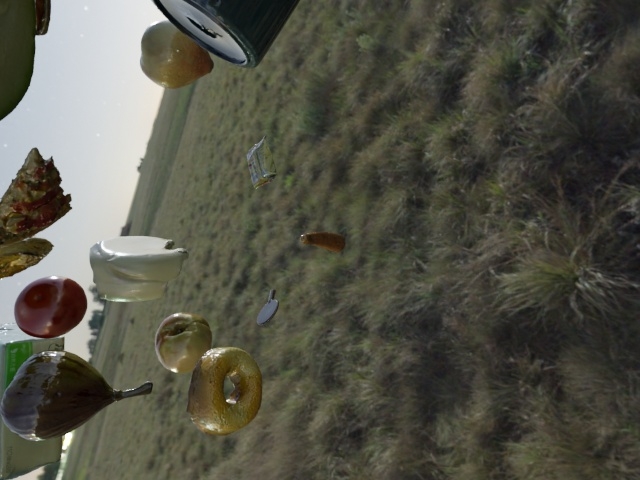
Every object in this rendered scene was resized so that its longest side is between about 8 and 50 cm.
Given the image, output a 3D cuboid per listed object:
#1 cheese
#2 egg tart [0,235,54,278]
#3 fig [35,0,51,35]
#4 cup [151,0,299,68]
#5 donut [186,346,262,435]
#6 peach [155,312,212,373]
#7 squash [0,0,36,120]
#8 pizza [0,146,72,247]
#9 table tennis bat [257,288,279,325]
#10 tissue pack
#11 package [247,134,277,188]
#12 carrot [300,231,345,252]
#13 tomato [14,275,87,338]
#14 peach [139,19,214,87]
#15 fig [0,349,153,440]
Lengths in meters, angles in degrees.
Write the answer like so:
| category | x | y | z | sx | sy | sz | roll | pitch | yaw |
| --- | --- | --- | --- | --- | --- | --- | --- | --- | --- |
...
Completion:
| category | x | y | z | sx | sy | sz | roll | pitch | yaw |
| --- | --- | --- | --- | --- | --- | --- | --- | --- | --- |
| cheese | -0.467 | 0.066 | 1.206 | 0.266 | 0.233 | 0.127 | -144 | 55 | -63 |
| egg tart | -0.846 | 0.033 | 1.207 | 0.290 | 0.290 | 0.107 | -27 | 84 | 62 |
| fig | -0.899 | -0.702 | 1.390 | 0.205 | 0.205 | 0.205 | -48 | 34 | 48 |
| cup | -0.158 | -0.498 | 0.794 | 0.292 | 0.307 | 0.242 | -60 | 19 | -1 |
| donut | -0.198 | 0.326 | 1.019 | 0.074 | 0.174 | 0.190 | -21 | 46 | 44 |
| peach | -0.413 | 0.312 | 1.411 | 0.184 | 0.184 | 0.184 | -48 | 34 | 48 |
| squash | -0.363 | -0.234 | 0.511 | 0.203 | 0.111 | 0.288 | -42 | 61 | -12 |
| pizza | -0.513 | -0.079 | 0.847 | 0.199 | 0.062 | 0.188 | -59 | -1 | 36 |
| table tennis bat | -0.223 | 0.214 | 1.711 | 0.107 | 0.119 | 0.170 | -33 | 27 | 26 |
| tissue pack | -0.967 | 0.486 | 1.493 | 0.331 | 0.205 | 0.405 | 3 | 89 | 40 |
| package | -0.159 | -0.205 | 1.250 | 0.108 | 0.031 | 0.121 | -22 | 81 | 50 |
| carrot | 0.000 | 0.000 | 1.396 | 0.061 | 0.209 | 0.061 | -3 | 84 | 30 |
| tomato | -0.794 | 0.193 | 1.371 | 0.136 | 0.195 | 0.195 | 99 | 175 | -61 |
| peach | -0.452 | -0.577 | 1.475 | 0.232 | 0.232 | 0.233 | -48 | 34 | 48 |
| fig | -0.582 | 0.370 | 1.146 | 0.217 | 0.320 | 0.217 | 178 | 90 | -80 |
